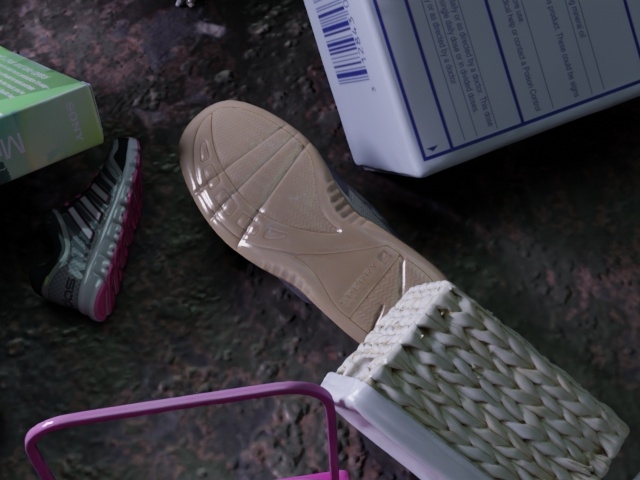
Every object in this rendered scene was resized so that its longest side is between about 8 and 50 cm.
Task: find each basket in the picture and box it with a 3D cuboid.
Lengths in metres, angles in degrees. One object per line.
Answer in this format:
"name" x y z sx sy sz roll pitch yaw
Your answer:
"basket" 0.098 0.113 0.715 0.167 0.113 0.103 40 79 -5

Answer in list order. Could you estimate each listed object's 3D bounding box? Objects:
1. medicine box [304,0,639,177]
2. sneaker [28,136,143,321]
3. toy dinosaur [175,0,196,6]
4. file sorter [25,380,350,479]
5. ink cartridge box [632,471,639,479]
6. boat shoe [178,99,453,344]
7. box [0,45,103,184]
"medicine box" 0.142 -0.221 0.896 0.289 0.149 0.263 -21 100 -13
"sneaker" -0.190 -0.017 0.897 0.075 0.063 0.170 9 60 2
"toy dinosaur" -0.137 -0.335 1.064 0.121 0.160 0.313 38 65 25
"file sorter" -0.063 0.249 0.629 0.202 0.182 0.290 -8 55 -3
"ink cartridge box" 0.196 0.224 0.690 0.090 0.092 0.143 38 66 25
"boat shoe" 0.000 0.000 0.861 0.285 0.092 0.103 40 84 24
"box" -0.363 -0.068 0.865 0.322 0.058 0.232 -28 33 -26
